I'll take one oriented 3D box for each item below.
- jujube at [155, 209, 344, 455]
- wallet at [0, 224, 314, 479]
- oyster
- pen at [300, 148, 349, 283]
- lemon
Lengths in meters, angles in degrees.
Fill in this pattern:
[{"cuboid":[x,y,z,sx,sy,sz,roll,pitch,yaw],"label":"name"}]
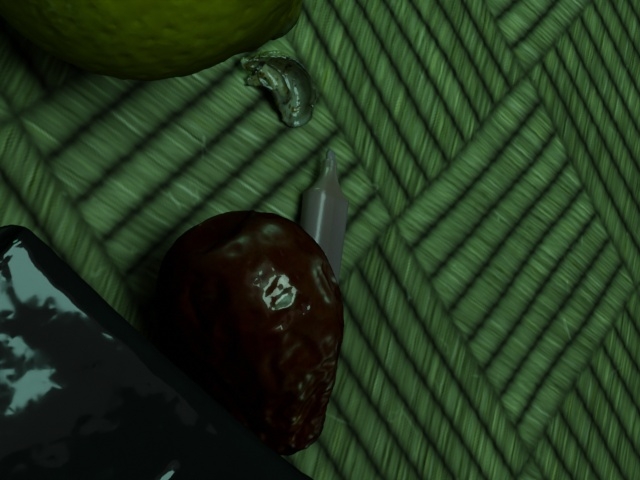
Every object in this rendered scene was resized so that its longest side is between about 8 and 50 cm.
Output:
[{"cuboid":[-0.057,0.089,1.182,0.168,0.168,0.236,-35,123,-42],"label":"jujube"},{"cuboid":[-0.177,0.197,1.086,0.406,0.062,0.228,46,72,-26],"label":"wallet"},{"cuboid":[-0.046,-0.157,1.347,0.080,0.038,0.083,-10,118,-20],"label":"oyster"},{"cuboid":[0.000,0.000,1.346,0.053,0.032,0.197,20,70,-39],"label":"pen"},{"cuboid":[-0.155,-0.293,1.067,0.336,0.336,0.336,11,74,-42],"label":"lemon"}]
